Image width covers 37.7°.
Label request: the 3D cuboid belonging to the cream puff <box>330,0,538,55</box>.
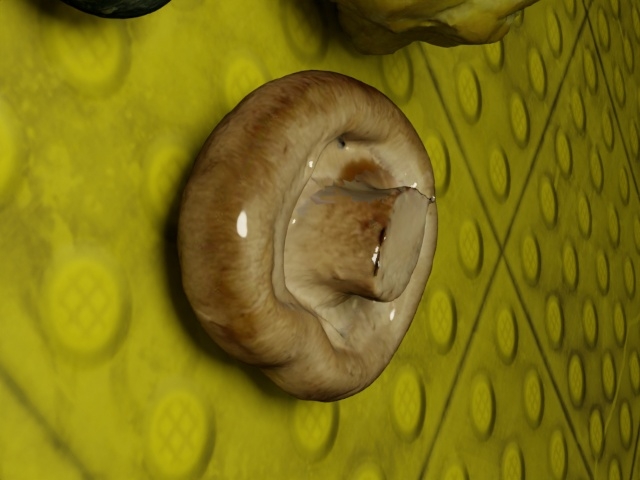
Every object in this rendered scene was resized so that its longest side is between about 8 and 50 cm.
[{"bbox_3d":[0.065,-0.303,0.838,0.274,0.270,0.323,15,68,-20],"label":"cream puff"}]

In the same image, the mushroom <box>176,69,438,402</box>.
[{"bbox_3d":[0.000,0.000,0.735,0.278,0.146,0.278,-13,106,-54],"label":"mushroom"}]

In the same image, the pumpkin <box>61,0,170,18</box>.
[{"bbox_3d":[-0.136,-0.217,0.563,0.125,0.167,0.167,-24,111,-11],"label":"pumpkin"}]
